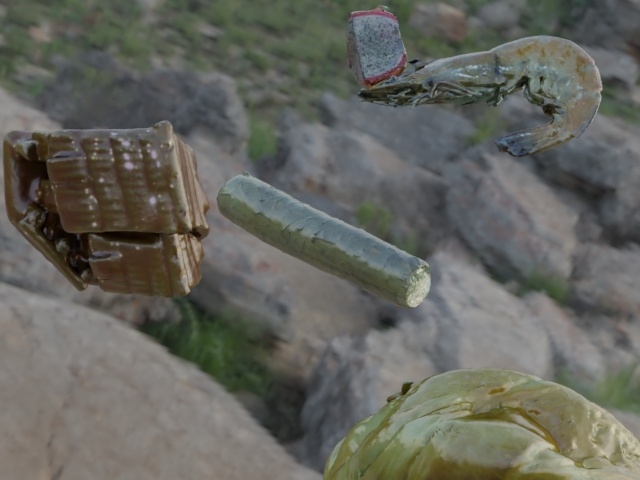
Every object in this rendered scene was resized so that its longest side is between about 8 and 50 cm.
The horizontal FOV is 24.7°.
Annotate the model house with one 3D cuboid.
[{"bbox_3d":[-0.225,-0.033,1.666,0.220,0.199,0.229,-4,4,-38],"label":"model house"}]

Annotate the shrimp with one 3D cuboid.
[{"bbox_3d":[0.199,-0.167,1.794,0.296,0.058,0.169,-12,57,3],"label":"shrimp"}]

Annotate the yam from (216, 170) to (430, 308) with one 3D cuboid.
[{"bbox_3d":[0.000,0.000,2.011,0.372,0.083,0.083,28,18,38],"label":"yam"}]

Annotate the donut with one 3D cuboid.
[{"bbox_3d":[0.163,0.274,1.396,0.360,0.360,0.170,23,43,-3],"label":"donut"}]

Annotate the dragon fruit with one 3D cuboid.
[{"bbox_3d":[0.058,-0.202,1.543,0.056,0.083,0.060,-15,-4,-10],"label":"dragon fruit"}]
